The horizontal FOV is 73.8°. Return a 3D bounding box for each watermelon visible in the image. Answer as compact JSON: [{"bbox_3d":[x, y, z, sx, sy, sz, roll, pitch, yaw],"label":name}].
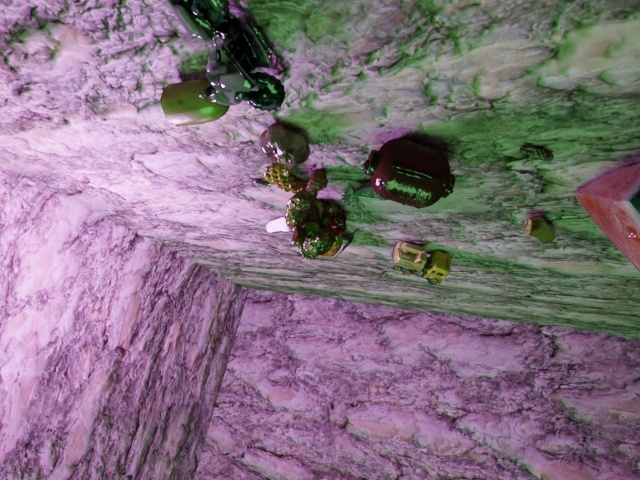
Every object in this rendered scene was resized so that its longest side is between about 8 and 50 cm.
[{"bbox_3d":[0.795,-0.050,1.068,0.283,0.251,0.292,28,155,-24],"label":"watermelon"}]

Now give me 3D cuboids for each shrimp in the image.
[{"bbox_3d":[0.545,-0.222,1.087,0.092,0.029,0.038,21,169,-5],"label":"shrimp"}]

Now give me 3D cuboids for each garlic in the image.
[{"bbox_3d":[-0.109,-0.277,1.279,0.147,0.102,0.159,0,157,39],"label":"garlic"}]

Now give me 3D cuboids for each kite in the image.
[{"bbox_3d":[0.125,0.011,1.957,0.015,0.141,0.245,40,155,8],"label":"kite"}]

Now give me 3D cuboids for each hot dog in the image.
[{"bbox_3d":[0.000,0.000,1.987,0.196,0.122,0.272,12,164,-16],"label":"hot dog"},{"bbox_3d":[0.721,-0.042,1.422,0.168,0.078,0.061,29,-164,-37],"label":"hot dog"}]

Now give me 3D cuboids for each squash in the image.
[{"bbox_3d":[-0.319,-0.368,1.142,0.186,0.123,0.123,5,160,27],"label":"squash"}]

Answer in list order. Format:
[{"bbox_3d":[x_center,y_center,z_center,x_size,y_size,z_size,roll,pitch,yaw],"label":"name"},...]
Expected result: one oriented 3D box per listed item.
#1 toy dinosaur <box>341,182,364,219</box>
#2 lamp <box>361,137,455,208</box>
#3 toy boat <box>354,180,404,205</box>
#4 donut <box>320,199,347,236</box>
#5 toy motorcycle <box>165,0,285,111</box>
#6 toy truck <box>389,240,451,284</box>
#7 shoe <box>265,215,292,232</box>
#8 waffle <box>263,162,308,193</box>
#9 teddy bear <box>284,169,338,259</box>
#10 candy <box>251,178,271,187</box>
[{"bbox_3d":[0.126,-0.146,1.584,0.082,0.039,0.209,7,150,29],"label":"toy dinosaur"},{"bbox_3d":[0.244,-0.185,1.175,0.257,0.180,0.180,15,162,-7],"label":"lamp"},{"bbox_3d":[0.227,-0.158,1.410,0.260,0.085,0.078,2,159,32],"label":"toy boat"},{"bbox_3d":[0.004,-0.093,1.757,0.234,0.089,0.235,13,160,5],"label":"donut"},{"bbox_3d":[-0.216,-0.404,0.929,0.188,0.143,0.327,3,152,30],"label":"toy motorcycle"},{"bbox_3d":[0.455,0.087,1.919,0.272,0.124,0.157,19,151,-6],"label":"toy truck"},{"bbox_3d":[-0.168,-0.076,1.992,0.195,0.079,0.078,-9,-173,33],"label":"shoe"},{"bbox_3d":[-0.118,-0.218,1.541,0.148,0.051,0.194,-1,156,42],"label":"waffle"},{"bbox_3d":[-0.020,-0.070,1.519,0.222,0.246,0.296,40,148,0],"label":"teddy bear"},{"bbox_3d":[-0.231,-0.223,1.656,0.083,0.020,0.030,17,161,-3],"label":"candy"}]
